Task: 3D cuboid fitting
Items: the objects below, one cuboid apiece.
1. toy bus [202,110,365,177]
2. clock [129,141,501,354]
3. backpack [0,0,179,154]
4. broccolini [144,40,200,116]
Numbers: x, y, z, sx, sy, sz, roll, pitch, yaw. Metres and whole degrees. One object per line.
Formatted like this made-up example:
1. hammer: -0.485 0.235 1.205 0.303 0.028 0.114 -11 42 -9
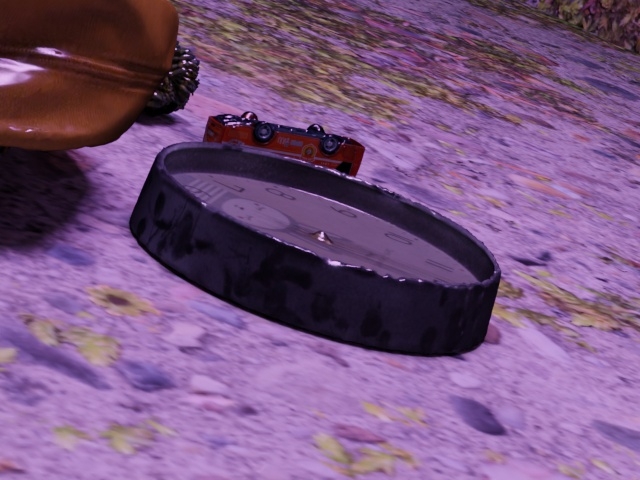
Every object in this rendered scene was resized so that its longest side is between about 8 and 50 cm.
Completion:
1. toy bus: -0.026 -0.059 1.171 0.110 0.043 0.031 9 14 -27
2. clock: 0.000 0.000 0.993 0.215 0.042 0.215 18 14 -5
3. backpack: -0.232 -0.155 0.962 0.353 0.201 0.378 5 16 -29
4. broccolini: -0.179 -0.134 1.212 0.202 0.068 0.091 11 36 -24
